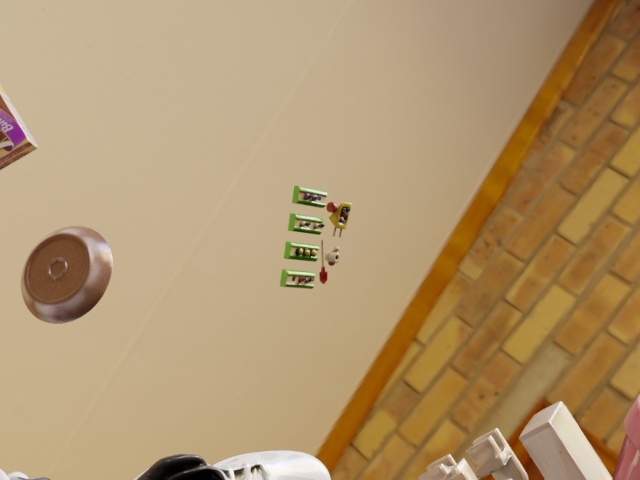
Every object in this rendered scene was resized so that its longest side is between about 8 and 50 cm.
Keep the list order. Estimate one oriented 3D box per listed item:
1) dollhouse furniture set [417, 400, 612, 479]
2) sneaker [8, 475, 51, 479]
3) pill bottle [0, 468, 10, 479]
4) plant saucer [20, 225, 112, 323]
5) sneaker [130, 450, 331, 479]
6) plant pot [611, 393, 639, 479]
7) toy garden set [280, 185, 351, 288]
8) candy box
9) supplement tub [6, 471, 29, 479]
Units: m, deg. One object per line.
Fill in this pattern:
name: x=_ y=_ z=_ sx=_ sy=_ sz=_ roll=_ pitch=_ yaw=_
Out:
dollhouse furniture set: x=0.372 y=0.537 z=1.784 sx=0.394 sy=0.256 sz=0.362 roll=-36 pitch=-9 yaw=22
sneaker: x=-0.543 y=0.461 z=1.520 sx=0.163 sy=0.086 sz=0.226 roll=-22 pitch=-28 yaw=6
pill bottle: x=-0.445 y=0.401 z=1.163 sx=0.117 sy=0.117 sz=0.208 roll=-23 pitch=-50 yaw=-35
plant saucer: x=-0.491 y=0.058 z=1.704 sx=0.198 sy=0.198 sz=0.036 roll=-49 pitch=-26 yaw=-5
sneaker: x=-0.120 y=0.359 z=1.168 sx=0.447 sy=0.169 sz=0.257 roll=-9 pitch=-21 yaw=-39
plant pot: x=0.570 y=0.377 z=1.466 sx=0.201 sy=0.201 sz=0.180 roll=-3 pitch=-58 yaw=-48
toy garden set: x=0.000 y=0.000 z=2.207 sx=0.204 sy=0.049 sz=0.244 roll=8 pitch=-90 yaw=-52
candy box: x=-0.481 y=-0.180 z=1.219 sx=0.109 sy=0.186 sz=0.053 roll=-31 pitch=-3 yaw=-5
supplement tub: x=-0.687 y=0.555 z=1.957 sx=0.071 sy=0.071 sz=0.107 roll=-60 pitch=-8 yaw=12
